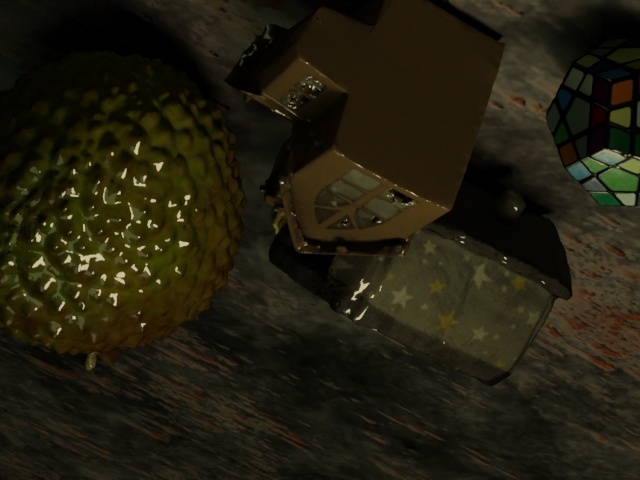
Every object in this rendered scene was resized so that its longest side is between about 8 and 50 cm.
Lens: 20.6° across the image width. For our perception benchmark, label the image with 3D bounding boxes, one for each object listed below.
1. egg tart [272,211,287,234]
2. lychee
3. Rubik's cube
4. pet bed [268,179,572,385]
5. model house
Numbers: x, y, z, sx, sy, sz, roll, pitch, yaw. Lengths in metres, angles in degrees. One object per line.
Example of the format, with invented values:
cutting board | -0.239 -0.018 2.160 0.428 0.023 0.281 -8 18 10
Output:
egg tart | 0.000 0.000 1.681 0.105 0.039 0.105 15 150 9
lychee | -0.191 -0.027 1.519 0.270 0.270 0.320 27 165 -14
Rubik's cube | 0.234 -0.088 1.307 0.112 0.133 0.133 38 159 23
pet bed | 0.092 0.006 1.504 0.211 0.159 0.183 28 -176 -31
model house | -0.004 -0.081 1.391 0.176 0.181 0.248 29 149 -17
